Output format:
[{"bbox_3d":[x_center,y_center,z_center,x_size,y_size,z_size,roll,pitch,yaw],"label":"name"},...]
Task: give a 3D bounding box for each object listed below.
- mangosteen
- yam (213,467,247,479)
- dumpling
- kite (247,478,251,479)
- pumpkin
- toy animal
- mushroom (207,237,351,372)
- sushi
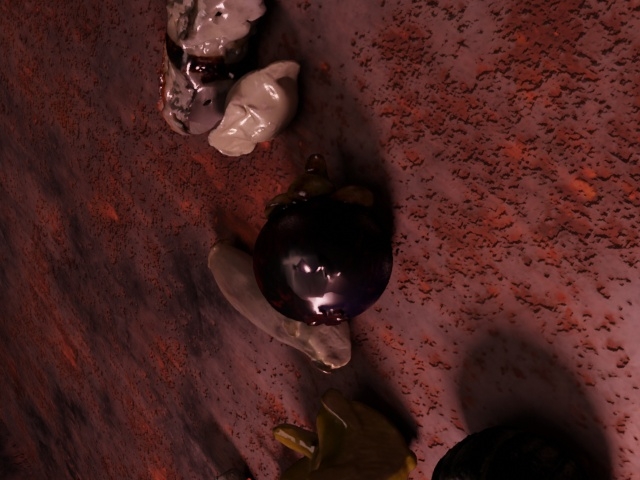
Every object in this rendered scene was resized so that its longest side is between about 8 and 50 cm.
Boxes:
[{"bbox_3d":[0.000,0.000,0.954,0.194,0.194,0.230,-26,64,51],"label":"mangosteen"},{"bbox_3d":[-0.160,0.617,1.465,0.254,0.154,0.154,49,138,14],"label":"yam"},{"bbox_3d":[-0.101,-0.186,0.995,0.169,0.134,0.100,-20,95,46],"label":"dumpling"},{"bbox_3d":[-0.061,0.504,1.343,0.189,0.009,0.232,28,154,10],"label":"kite"},{"bbox_3d":[0.234,0.335,0.857,0.220,0.162,0.220,18,117,39],"label":"pumpkin"},{"bbox_3d":[0.001,0.400,1.134,0.181,0.180,0.363,-92,27,-42],"label":"toy animal"},{"bbox_3d":[-0.078,0.100,1.147,0.351,0.097,0.109,29,128,40],"label":"mushroom"},{"bbox_3d":[-0.162,-0.284,1.025,0.130,0.124,0.332,53,142,32],"label":"sushi"}]
